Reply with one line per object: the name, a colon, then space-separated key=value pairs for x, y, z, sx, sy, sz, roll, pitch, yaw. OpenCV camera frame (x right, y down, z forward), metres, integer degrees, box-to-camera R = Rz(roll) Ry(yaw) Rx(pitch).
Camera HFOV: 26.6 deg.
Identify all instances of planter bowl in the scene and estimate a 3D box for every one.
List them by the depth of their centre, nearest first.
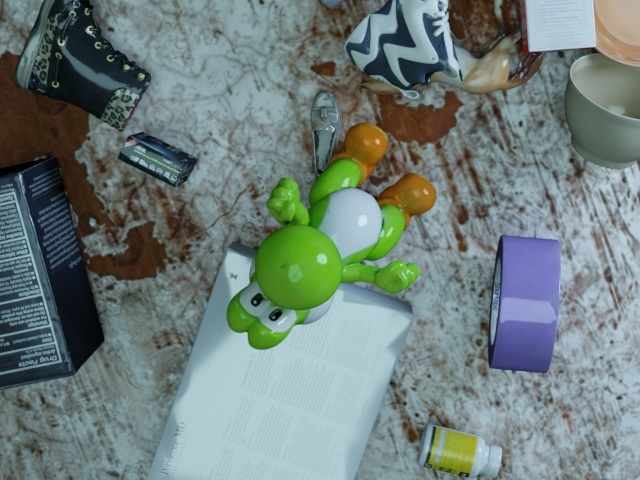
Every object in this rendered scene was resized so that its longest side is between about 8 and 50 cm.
planter bowl: x=0.403 y=-0.167 z=1.851 sx=0.162 sy=0.162 sz=0.109 roll=14 pitch=128 yaw=1

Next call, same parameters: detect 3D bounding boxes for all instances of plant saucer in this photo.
plant saucer: x=0.444 y=-0.335 z=1.852 sx=0.200 sy=0.037 sz=0.199 roll=0 pitch=93 yaw=7

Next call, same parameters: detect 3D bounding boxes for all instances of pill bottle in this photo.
pill bottle: x=0.206 y=0.314 z=2.002 sx=0.116 sy=0.065 sz=0.065 roll=13 pitch=102 yaw=2

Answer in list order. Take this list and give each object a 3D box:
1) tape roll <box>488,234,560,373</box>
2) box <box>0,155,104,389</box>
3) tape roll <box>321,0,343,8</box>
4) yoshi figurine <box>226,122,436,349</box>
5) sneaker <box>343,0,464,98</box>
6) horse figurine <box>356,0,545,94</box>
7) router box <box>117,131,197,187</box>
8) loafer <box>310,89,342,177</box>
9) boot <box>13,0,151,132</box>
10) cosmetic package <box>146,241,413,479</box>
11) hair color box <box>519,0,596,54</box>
tape roll: x=0.282 y=0.088 z=1.886 sx=0.080 sy=0.189 sz=0.189 roll=6 pitch=102 yaw=3
box: x=-0.502 y=0.060 z=1.941 sx=0.296 sy=0.183 sz=0.294 roll=-11 pitch=100 yaw=8
tape roll: x=-0.018 y=-0.415 z=1.787 sx=0.072 sy=0.219 sz=0.219 roll=-33 pitch=98 yaw=11
yoshi figurine: x=0.018 y=-0.005 z=1.794 sx=0.204 sy=0.362 sz=0.203 roll=14 pitch=136 yaw=32
sneaker: x=0.159 y=-0.290 z=1.808 sx=0.153 sy=0.094 sz=0.235 roll=43 pitch=97 yaw=6
horse figurine: x=0.194 y=-0.268 z=1.882 sx=0.263 sy=0.066 sz=0.174 roll=13 pitch=95 yaw=5
router box: x=-0.229 y=-0.115 z=1.915 sx=0.092 sy=0.122 sz=0.038 roll=27 pitch=98 yaw=-2
loafer: x=0.007 y=-0.150 z=1.932 sx=0.045 sy=0.039 sz=0.125 roll=3 pitch=102 yaw=4
boot: x=-0.310 y=-0.283 z=1.907 sx=0.179 sy=0.085 sz=0.236 roll=28 pitch=109 yaw=-4
cosmetic package: x=-0.061 y=0.226 z=1.974 sx=0.285 sy=0.097 sz=0.377 roll=20 pitch=97 yaw=-2
hair color box: x=0.314 y=-0.337 z=1.817 sx=0.093 sy=0.053 sz=0.167 roll=-4 pitch=94 yaw=-1
